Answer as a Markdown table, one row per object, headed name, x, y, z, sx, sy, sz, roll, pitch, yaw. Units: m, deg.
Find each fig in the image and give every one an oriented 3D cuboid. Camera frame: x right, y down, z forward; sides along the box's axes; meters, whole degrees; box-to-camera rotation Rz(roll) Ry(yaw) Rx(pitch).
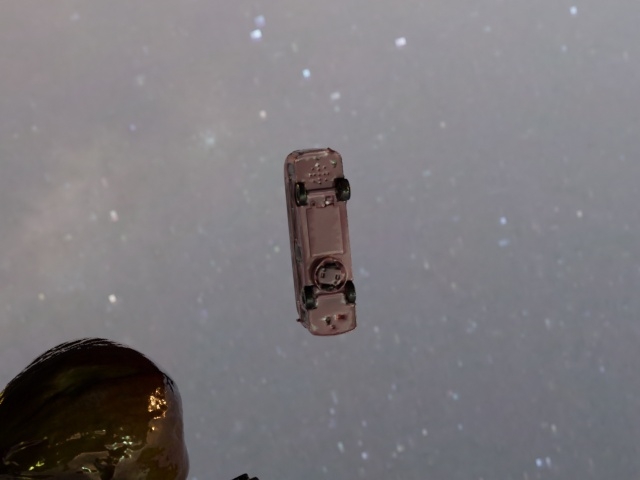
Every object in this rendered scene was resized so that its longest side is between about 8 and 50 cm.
| name | x | y | z | sx | sy | sz | roll | pitch | yaw |
| --- | --- | --- | --- | --- | --- | --- | --- | --- | --- |
| fig | -0.241 | 0.192 | 1.269 | 0.191 | 0.190 | 0.290 | 0 | -173 | 26 |

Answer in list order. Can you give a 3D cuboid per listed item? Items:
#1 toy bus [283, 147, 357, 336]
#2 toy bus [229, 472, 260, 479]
| name | x | y | z | sx | sy | sz | roll | pitch | yaw |
| --- | --- | --- | --- | --- | --- | --- | --- | --- | --- |
| toy bus | 0.000 | 0.000 | 1.522 | 0.063 | 0.203 | 0.090 | -6 | -173 | -12 |
| toy bus | -0.059 | 0.274 | 1.282 | 0.060 | 0.075 | 0.123 | -23 | -156 | -22 |
